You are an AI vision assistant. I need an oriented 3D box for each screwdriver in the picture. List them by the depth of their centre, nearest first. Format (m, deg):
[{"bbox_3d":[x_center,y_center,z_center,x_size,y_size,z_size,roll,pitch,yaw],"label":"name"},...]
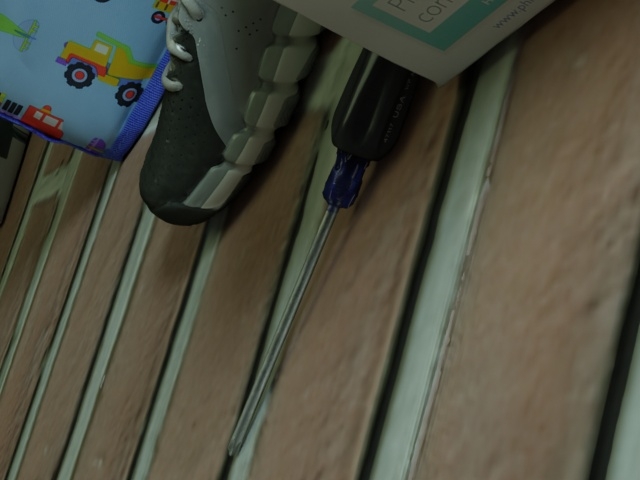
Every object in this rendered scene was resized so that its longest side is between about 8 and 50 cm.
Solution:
[{"bbox_3d":[0.000,0.000,0.444,0.025,0.024,0.170,-44,-23,-73],"label":"screwdriver"}]

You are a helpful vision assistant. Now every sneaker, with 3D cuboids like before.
[{"bbox_3d":[-0.055,-0.122,0.516,0.229,0.132,0.086,-59,25,18],"label":"sneaker"}]

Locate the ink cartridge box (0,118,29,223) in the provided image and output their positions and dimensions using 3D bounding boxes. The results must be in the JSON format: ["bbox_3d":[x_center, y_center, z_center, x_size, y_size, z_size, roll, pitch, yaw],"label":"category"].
[{"bbox_3d":[-0.319,-0.118,1.051,0.087,0.153,0.208,-25,49,56],"label":"ink cartridge box"}]

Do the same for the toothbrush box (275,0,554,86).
[{"bbox_3d":[0.061,-0.231,0.371,0.216,0.126,0.295,-36,39,49],"label":"toothbrush box"}]

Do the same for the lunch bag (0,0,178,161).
[{"bbox_3d":[-0.159,-0.186,0.682,0.293,0.221,0.138,-61,24,14],"label":"lunch bag"}]
